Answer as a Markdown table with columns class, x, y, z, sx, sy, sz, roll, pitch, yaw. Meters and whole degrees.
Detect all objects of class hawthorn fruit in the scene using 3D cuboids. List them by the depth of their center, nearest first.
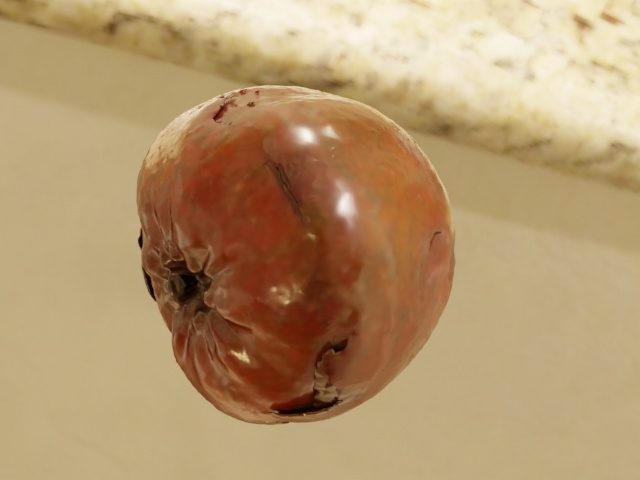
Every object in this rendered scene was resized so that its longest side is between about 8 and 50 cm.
| class | x | y | z | sx | sy | sz | roll | pitch | yaw |
| --- | --- | --- | --- | --- | --- | --- | --- | --- | --- |
| hawthorn fruit | 0.000 | 0.000 | 1.108 | 0.276 | 0.276 | 0.307 | 43 | 37 | 23 |
